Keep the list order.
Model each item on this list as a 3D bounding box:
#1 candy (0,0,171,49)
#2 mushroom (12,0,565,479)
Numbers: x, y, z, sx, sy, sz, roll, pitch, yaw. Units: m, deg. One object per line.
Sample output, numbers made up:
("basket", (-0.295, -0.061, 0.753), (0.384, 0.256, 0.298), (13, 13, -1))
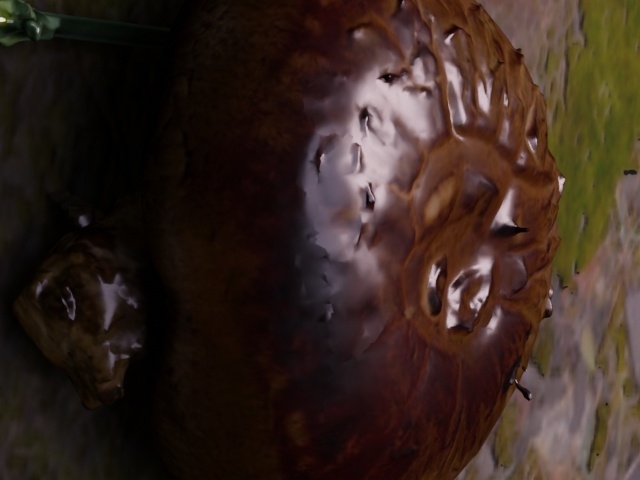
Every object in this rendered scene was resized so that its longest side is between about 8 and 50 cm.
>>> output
("candy", (-0.134, -0.090, 0.842), (0.305, 0.083, 0.091), (2, 90, -46))
("mushroom", (0.004, 0.004, 0.888), (0.278, 0.163, 0.297), (-21, 114, -34))
